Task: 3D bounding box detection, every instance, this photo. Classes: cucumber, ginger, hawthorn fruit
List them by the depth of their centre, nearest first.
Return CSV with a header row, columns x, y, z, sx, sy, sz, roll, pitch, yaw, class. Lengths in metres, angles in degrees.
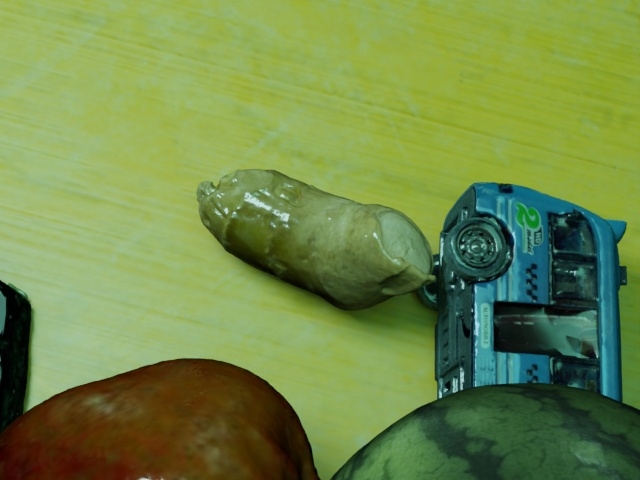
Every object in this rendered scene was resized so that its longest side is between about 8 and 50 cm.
x,y,z,sx,sy,sz,roll,pitch,yaw,class
-0.120,0.181,0.811,0.260,0.224,0.224,5,71,17,hawthorn fruit
-0.241,0.111,0.906,0.070,0.046,0.220,6,73,-9,cucumber
-0.001,0.000,0.920,0.190,0.095,0.069,21,73,23,ginger

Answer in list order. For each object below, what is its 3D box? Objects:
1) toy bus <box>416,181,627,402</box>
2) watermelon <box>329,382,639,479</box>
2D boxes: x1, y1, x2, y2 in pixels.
x,y,z,sx,sy,sz,roll,pitch,yaw,class
0.138,0.090,0.898,0.134,0.113,0.246,5,74,-7,toy bus
0.132,0.246,0.661,0.278,0.279,0.359,-22,69,-10,watermelon
